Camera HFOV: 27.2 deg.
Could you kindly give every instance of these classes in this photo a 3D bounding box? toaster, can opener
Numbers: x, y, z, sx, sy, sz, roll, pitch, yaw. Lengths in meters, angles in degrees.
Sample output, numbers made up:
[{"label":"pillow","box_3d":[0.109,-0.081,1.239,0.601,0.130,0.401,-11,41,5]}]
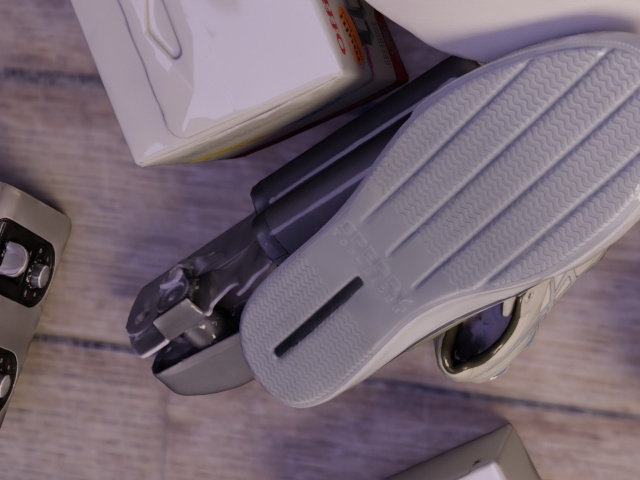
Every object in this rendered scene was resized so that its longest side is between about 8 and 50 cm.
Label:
[{"label":"toaster","box_3d":[-0.275,0.028,0.850,0.185,0.110,0.168,17,79,11]},{"label":"can opener","box_3d":[0.000,0.000,0.828,0.283,0.076,0.095,-32,119,15]}]

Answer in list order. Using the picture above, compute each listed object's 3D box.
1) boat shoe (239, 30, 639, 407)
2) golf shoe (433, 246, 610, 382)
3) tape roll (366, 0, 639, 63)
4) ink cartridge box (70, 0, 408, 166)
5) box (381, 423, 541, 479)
[{"label":"boat shoe","box_3d":[0.072,-0.013,0.697,0.302,0.094,0.109,-36,84,37]},{"label":"golf shoe","box_3d":[0.124,0.012,0.776,0.069,0.086,0.176,30,101,11]},{"label":"tape roll","box_3d":[0.120,-0.230,0.671,0.286,0.100,0.286,3,68,-7]},{"label":"ink cartridge box","box_3d":[-0.044,-0.124,0.758,0.127,0.176,0.128,-22,90,16]},{"label":"box","box_3d":[0.093,0.220,0.802,0.130,0.091,0.170,-27,89,16]}]
